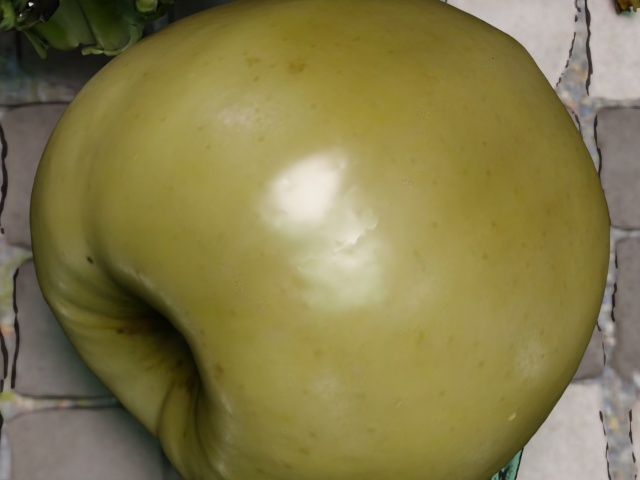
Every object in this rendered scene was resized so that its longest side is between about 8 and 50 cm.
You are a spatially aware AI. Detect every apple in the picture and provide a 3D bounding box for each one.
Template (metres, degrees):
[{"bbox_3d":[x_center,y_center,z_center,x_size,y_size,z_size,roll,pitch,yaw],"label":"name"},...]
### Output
[{"bbox_3d":[0.000,0.000,0.690,0.262,0.262,0.262,2,77,-9],"label":"apple"}]

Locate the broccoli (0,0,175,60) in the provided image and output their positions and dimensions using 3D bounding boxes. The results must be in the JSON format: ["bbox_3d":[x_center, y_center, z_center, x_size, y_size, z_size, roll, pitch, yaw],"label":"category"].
[{"bbox_3d":[-0.125,-0.168,0.686,0.226,0.198,0.176,-45,130,7],"label":"broccoli"}]

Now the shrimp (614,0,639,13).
[{"bbox_3d":[0.193,-0.238,0.882,0.115,0.051,0.217,6,74,-10],"label":"shrimp"}]

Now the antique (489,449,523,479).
[{"bbox_3d":[0.098,0.100,0.802,0.031,0.015,0.192,18,74,-5],"label":"antique"}]
